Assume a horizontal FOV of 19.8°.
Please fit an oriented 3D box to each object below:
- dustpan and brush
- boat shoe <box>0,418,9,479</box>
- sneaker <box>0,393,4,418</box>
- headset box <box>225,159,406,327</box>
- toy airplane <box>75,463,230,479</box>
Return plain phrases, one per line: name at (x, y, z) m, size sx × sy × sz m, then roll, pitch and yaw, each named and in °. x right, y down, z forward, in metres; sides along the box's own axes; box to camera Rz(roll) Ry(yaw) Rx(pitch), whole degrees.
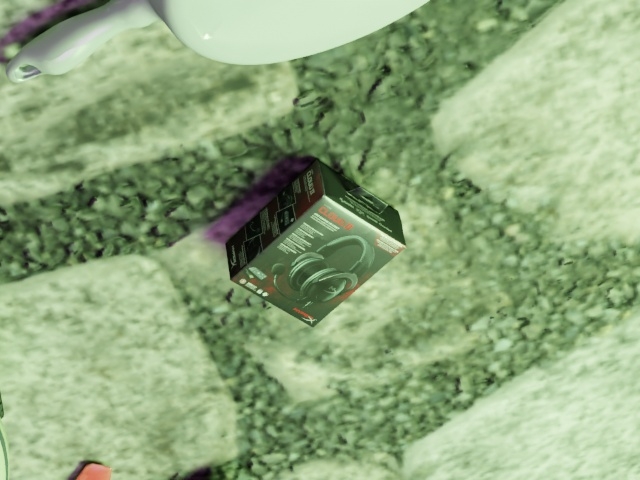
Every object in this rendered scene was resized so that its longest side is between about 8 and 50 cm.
dustpan and brush at (-0.057, -0.119, 0.854) m, size 0.211 × 0.060 × 0.147 m, roll -34°, pitch 142°, yaw 11°
boat shoe at (-0.372, 0.228, 0.933) m, size 0.500 × 0.156 × 0.187 m, roll -32°, pitch 108°, yaw 3°
sneaker at (-0.219, 0.063, 0.982) m, size 0.089 × 0.051 × 0.170 m, roll -9°, pitch 136°, yaw -9°
headset box at (0.000, 0.000, 0.979) m, size 0.062 × 0.032 × 0.083 m, roll 32°, pitch 121°, yaw -32°
toy airplane at (-0.110, 0.183, 1.126) m, size 0.151 × 0.028 × 0.151 m, roll -6°, pitch 131°, yaw -6°
